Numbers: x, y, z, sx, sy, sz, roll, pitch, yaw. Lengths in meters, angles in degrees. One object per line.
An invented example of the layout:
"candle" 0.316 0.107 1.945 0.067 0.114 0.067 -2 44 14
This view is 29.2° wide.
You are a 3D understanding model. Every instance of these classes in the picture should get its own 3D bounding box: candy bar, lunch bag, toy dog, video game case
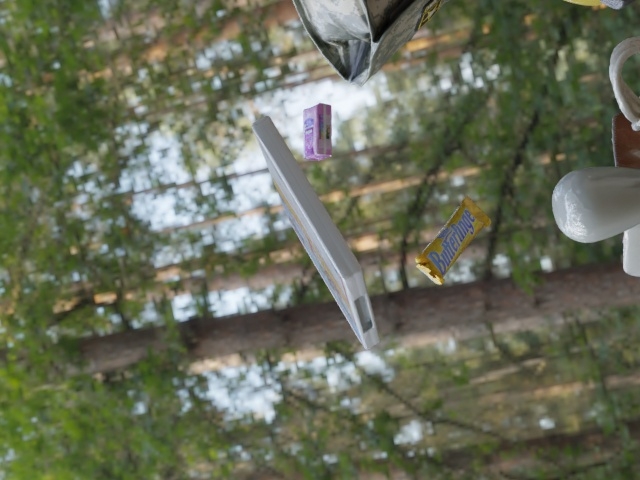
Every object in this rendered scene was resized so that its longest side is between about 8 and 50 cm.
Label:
"candy bar" 0.138 0.000 1.281 0.040 0.018 0.161 47 -144 -1
"lunch bag" 0.079 -0.367 1.580 0.235 0.169 0.287 -48 -44 -20
"toy dog" 0.376 -0.067 1.273 0.161 0.333 0.220 -177 99 -70
"video game case" 0.000 0.000 1.389 0.204 0.025 0.285 59 175 20

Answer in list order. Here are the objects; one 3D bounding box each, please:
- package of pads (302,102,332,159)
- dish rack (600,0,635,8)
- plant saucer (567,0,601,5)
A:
"package of pads" -0.005 -0.167 1.894 0.032 0.050 0.083 3 -97 -27
"dish rack" 0.355 -0.446 1.639 0.074 0.208 0.271 -43 -29 -23
"plant saucer" 0.343 -0.537 1.924 0.333 0.081 0.333 57 176 10
